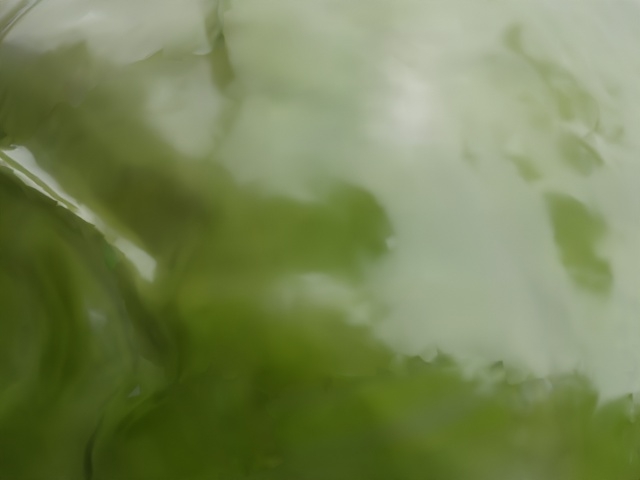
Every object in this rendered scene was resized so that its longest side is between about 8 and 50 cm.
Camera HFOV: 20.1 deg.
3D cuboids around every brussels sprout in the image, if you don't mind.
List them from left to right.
[{"bbox_3d":[0.014,-0.002,0.552,0.316,0.273,0.243,-141,-141,-66],"label":"brussels sprout"}]
